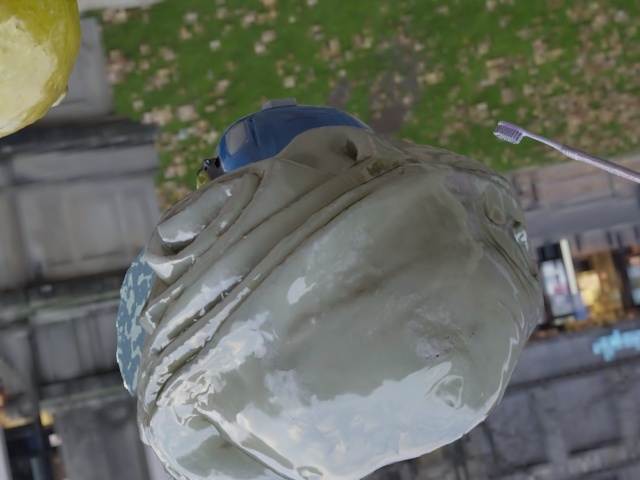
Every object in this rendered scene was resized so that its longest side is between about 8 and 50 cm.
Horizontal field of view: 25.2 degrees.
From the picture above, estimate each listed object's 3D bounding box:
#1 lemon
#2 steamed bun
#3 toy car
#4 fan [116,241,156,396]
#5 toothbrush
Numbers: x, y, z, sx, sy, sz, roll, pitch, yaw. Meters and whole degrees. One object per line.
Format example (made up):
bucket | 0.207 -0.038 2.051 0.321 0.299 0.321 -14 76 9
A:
lemon | -0.472 -0.281 1.839 0.364 0.364 0.364 -11 176 -1
steamed bun | -0.002 0.027 1.066 0.310 0.219 0.324 -17 -159 35
toy car | 0.000 0.000 1.398 0.198 0.314 0.166 -7 166 -22
fan | -0.259 0.102 2.061 0.009 0.240 0.131 2 160 20
toothbrush | 0.124 -0.040 0.686 0.097 0.008 0.006 24 164 34
